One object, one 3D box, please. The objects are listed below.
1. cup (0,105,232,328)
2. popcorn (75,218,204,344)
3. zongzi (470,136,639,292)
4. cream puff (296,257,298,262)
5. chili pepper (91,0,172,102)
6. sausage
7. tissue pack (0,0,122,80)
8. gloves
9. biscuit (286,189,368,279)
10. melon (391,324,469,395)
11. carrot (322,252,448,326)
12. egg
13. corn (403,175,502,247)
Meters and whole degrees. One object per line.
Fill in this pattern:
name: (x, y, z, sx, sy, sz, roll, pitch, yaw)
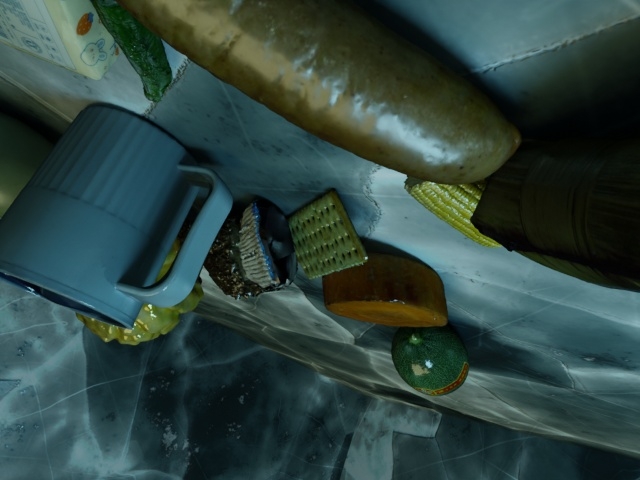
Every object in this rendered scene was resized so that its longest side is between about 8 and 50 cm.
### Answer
cup: (-0.353, -0.041, 0.784, 0.331, 0.311, 0.257, -5, 147, 47)
popcorn: (-0.427, 0.062, 1.126, 0.349, 0.348, 0.382, 17, -167, 11)
zongzi: (0.341, 0.005, 0.445, 0.300, 0.138, 0.286, 24, -176, -20)
cream puff: (-0.068, 0.016, 1.011, 0.058, 0.083, 0.083, -19, 155, -21)
chili pepper: (-0.205, -0.224, 0.535, 0.059, 0.088, 0.227, 36, 160, 1)
sausage: (-0.030, -0.184, 0.417, 0.501, 0.123, 0.136, 30, 133, -20)
tissue pack: (-0.295, -0.276, 0.475, 0.149, 0.092, 0.196, 23, 160, -3)
gloves: (-0.178, 0.023, 0.972, 0.312, 0.135, 0.210, -22, 103, 52)
biscuit: (0.000, 0.000, 0.857, 0.231, 0.016, 0.139, -23, 93, 60)
melon: (0.272, 0.289, 1.172, 0.183, 0.182, 0.287, 4, 151, 37)
carrot: (0.133, 0.124, 0.968, 0.259, 0.100, 0.307, 0, 155, 23)
egg: (-0.653, -0.153, 0.938, 0.283, 0.202, 0.203, 28, 157, -24)
corn: (0.190, -0.049, 0.607, 0.165, 0.063, 0.085, 31, 166, -18)
